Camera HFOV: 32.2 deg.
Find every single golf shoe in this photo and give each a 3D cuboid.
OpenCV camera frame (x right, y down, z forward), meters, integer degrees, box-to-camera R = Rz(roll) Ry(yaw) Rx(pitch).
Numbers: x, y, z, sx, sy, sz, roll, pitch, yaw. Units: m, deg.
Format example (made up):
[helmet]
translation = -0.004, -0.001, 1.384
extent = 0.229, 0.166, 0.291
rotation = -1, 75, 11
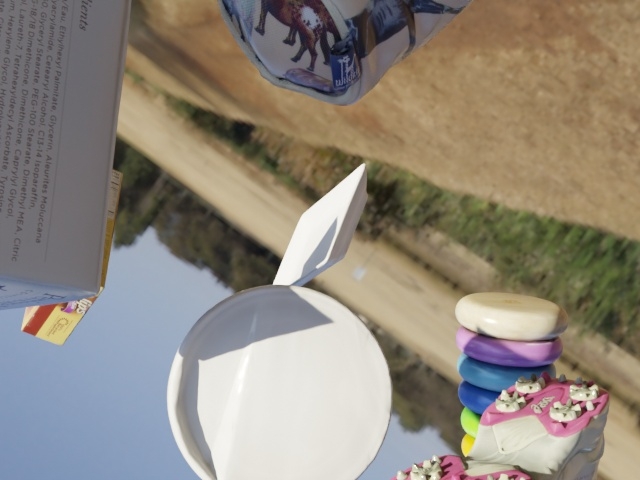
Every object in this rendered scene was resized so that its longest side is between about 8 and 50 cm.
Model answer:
[golf shoe]
translation = 0.142, 0.228, 0.903
extent = 0.115, 0.306, 0.140
rotation = 13, 121, 46

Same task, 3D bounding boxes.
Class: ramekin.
[ramekin]
translation = -0.057, 0.187, 1.370
extent = 0.273, 0.273, 0.127
rotation = 36, 172, -9

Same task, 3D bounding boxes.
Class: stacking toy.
[stacking toy]
translation = 0.226, 0.238, 1.406
extent = 0.141, 0.330, 0.141
rotation = 5, -171, -1

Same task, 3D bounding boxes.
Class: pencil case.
[pencil case]
translation = 0.112, -0.279, 0.883
extent = 0.160, 0.410, 0.183
rotation = 49, 164, 4

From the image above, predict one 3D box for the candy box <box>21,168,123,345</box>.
[candy box]
translation = -0.271, 0.009, 1.217
extent = 0.053, 0.109, 0.186
rotation = 25, -144, -22

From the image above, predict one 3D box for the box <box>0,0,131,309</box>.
[box]
translation = -0.200, -0.060, 0.583
extent = 0.119, 0.181, 0.181
rotation = 13, 165, -39

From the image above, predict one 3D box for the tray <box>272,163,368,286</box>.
[tray]
translation = 0.000, 0.000, 1.493
extent = 0.030, 0.145, 0.270
rotation = 25, 160, -12
